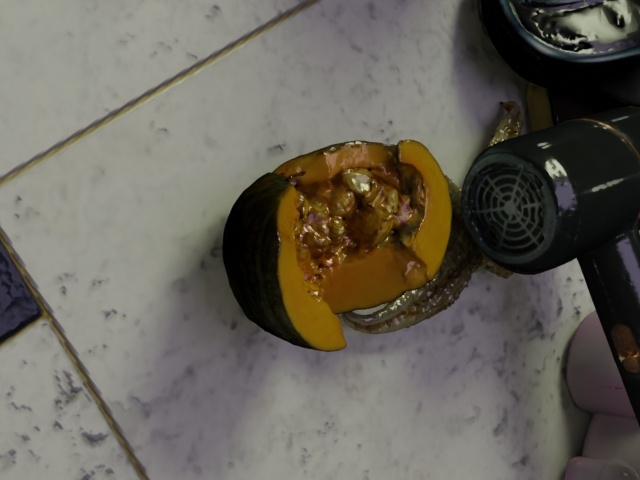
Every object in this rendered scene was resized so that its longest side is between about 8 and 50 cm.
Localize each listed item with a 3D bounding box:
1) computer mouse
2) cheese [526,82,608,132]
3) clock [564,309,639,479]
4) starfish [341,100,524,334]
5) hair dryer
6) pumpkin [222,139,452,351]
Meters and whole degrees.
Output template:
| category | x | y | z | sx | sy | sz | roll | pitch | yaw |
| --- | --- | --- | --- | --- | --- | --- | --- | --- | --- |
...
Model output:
| category | x | y | z | sx | sy | sz | roll | pitch | yaw |
| --- | --- | --- | --- | --- | --- | --- | --- | --- | --- |
| computer mouse | 0.244 | -0.189 | 0.957 | 0.233 | 0.096 | 0.137 | 1 | 59 | -39 |
| cheese | 0.252 | -0.116 | 1.018 | 0.163 | 0.036 | 0.086 | -11 | 88 | -39 |
| clock | 0.344 | 0.233 | 1.017 | 0.296 | 0.113 | 0.322 | 14 | 79 | -37 |
| starfish | 0.104 | -0.020 | 0.884 | 0.247 | 0.050 | 0.138 | -24 | 100 | -41 |
| hair dryer | 0.240 | 0.075 | 0.857 | 0.189 | 0.107 | 0.352 | -17 | 85 | -43 |
| pumpkin | 0.000 | 0.000 | 0.760 | 0.183 | 0.108 | 0.119 | -27 | 106 | -43 |
